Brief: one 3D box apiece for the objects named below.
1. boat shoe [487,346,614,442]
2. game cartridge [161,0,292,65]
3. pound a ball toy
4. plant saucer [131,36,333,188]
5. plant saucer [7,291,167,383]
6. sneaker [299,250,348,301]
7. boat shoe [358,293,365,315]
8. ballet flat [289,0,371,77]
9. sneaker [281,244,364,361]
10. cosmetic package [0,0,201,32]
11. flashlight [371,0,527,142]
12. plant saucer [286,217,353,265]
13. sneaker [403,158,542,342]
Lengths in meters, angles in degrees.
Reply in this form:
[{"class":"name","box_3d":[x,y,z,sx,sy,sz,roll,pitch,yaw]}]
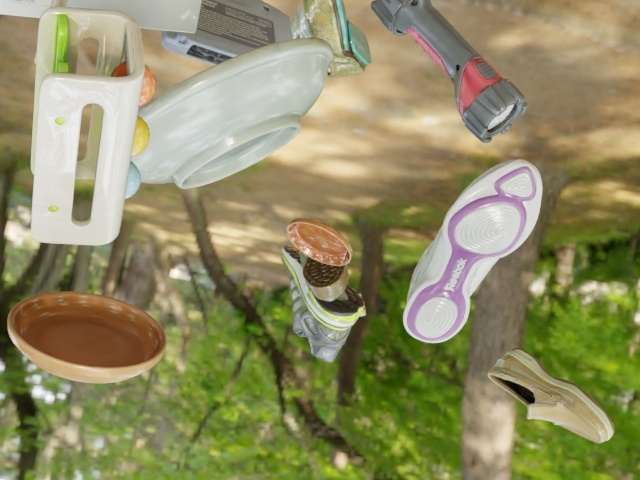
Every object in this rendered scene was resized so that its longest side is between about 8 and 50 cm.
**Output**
[{"class":"boat shoe","box_3d":[0.311,0.226,1.455,0.072,0.068,0.190,-32,-135,-26]},{"class":"game cartridge","box_3d":[-0.192,-0.440,2.178,0.297,0.198,0.062,14,139,-30]},{"class":"pound a ball toy","box_3d":[-0.272,-0.174,1.262,0.136,0.208,0.319,2,138,-17]},{"class":"plant saucer","box_3d":[-0.144,-0.169,1.618,0.401,0.100,0.400,-26,176,-2]},{"class":"plant saucer","box_3d":[-0.296,0.125,1.340,0.200,0.037,0.200,14,-160,-5]},{"class":"sneaker","box_3d":[0.011,0.053,1.506,0.064,0.086,0.192,-21,-153,-1]},{"class":"boat shoe","box_3d":[0.029,0.133,1.944,0.137,0.043,0.049,-15,178,-40]},{"class":"ballet flat","box_3d":[0.007,-0.362,1.847,0.123,0.123,0.348,11,175,13]},{"class":"sneaker","box_3d":[-0.017,0.100,1.832,0.111,0.121,0.300,13,-160,-17]},{"class":"cosmetic package","box_3d":[-0.418,-0.413,1.662,0.284,0.097,0.377,23,-161,38]},{"class":"flashlight","box_3d":[0.198,-0.294,1.694,0.304,0.103,0.103,50,-173,21]},{"class":"plant saucer","box_3d":[0.000,0.000,1.237,0.084,0.013,0.083,21,153,12]},{"class":"sneaker","box_3d":[0.205,-0.003,1.515,0.114,0.305,0.152,27,-153,-9]}]
